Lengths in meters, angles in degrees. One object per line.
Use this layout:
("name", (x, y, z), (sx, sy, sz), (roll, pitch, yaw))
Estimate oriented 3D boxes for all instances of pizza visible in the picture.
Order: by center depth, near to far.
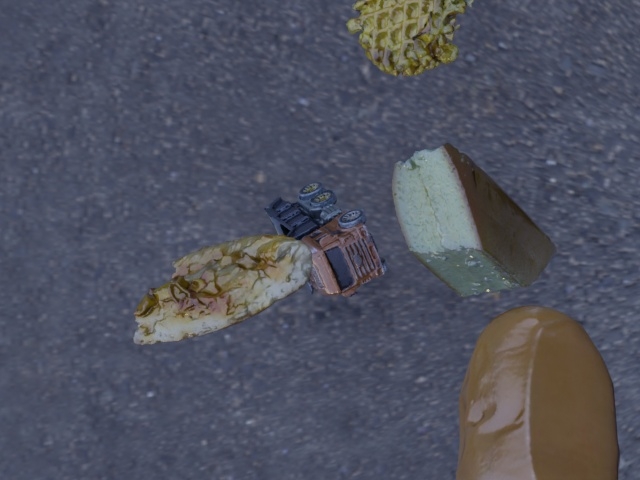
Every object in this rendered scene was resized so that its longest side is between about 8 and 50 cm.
("pizza", (-0.108, 0.045, 1.167), (0.182, 0.161, 0.062), (4, 127, 59))

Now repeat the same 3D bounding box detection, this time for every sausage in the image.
("sausage", (0.164, 0.162, 0.982), (0.136, 0.120, 0.241), (128, 156, -53))

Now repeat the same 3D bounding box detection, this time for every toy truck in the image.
("toy truck", (0.000, 0.000, 1.521), (0.092, 0.192, 0.083), (-30, 116, -12))

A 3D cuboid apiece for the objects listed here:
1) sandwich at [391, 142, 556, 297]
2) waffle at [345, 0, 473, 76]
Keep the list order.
("sandwich", (0.165, -0.003, 1.362), (0.094, 0.258, 0.096), (-12, 55, 38))
("waffle", (0.126, -0.299, 1.631), (0.197, 0.070, 0.193), (42, 108, 51))
